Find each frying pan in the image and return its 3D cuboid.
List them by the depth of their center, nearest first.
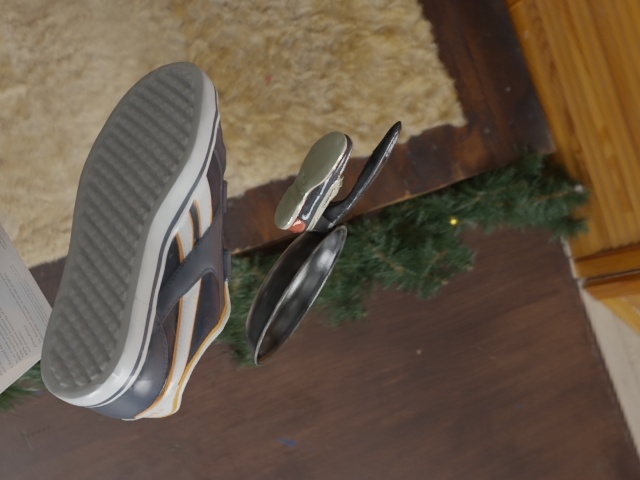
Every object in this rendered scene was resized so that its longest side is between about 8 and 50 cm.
[{"bbox_3d":[-0.015,0.018,1.039,0.053,0.326,0.197,31,45,11],"label":"frying pan"}]

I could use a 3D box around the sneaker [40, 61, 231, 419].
[{"bbox_3d":[-0.146,0.002,0.806,0.127,0.126,0.321,43,55,-52],"label":"sneaker"}]

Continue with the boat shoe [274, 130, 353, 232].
[{"bbox_3d":[0.000,-0.061,0.982,0.043,0.137,0.049,12,37,-34],"label":"boat shoe"}]

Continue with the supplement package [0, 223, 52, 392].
[{"bbox_3d":[-0.408,0.089,0.784,0.199,0.198,0.262,63,26,-13],"label":"supplement package"}]
